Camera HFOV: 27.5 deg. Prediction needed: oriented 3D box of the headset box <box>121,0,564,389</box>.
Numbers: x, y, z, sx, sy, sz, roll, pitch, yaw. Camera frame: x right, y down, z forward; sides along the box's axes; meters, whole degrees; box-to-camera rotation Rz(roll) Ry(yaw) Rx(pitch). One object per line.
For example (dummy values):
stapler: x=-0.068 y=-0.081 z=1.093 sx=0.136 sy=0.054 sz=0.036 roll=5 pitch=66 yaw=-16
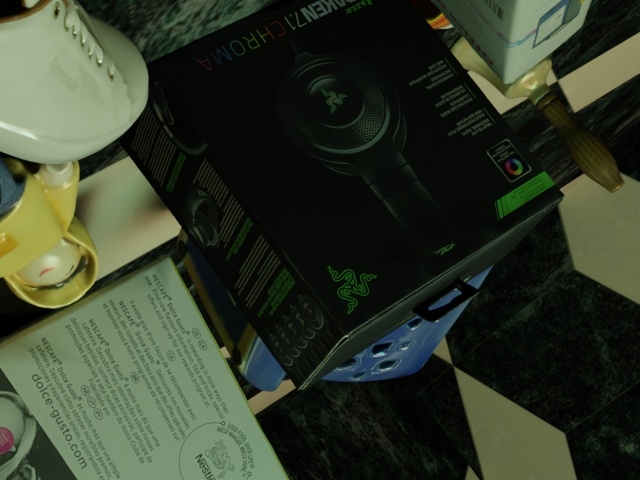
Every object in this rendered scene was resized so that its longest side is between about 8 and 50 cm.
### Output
headset box: x=0.021 y=-0.050 z=1.081 sx=0.246 sy=0.283 sz=0.131 roll=-30 pitch=168 yaw=-28

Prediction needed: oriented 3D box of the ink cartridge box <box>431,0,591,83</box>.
ink cartridge box: x=0.134 y=-0.230 z=1.006 sx=0.093 sy=0.154 sz=0.212 roll=-37 pitch=168 yaw=-5

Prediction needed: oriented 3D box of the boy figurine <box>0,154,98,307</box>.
boy figurine: x=-0.247 y=-0.003 z=0.968 sx=0.177 sy=0.092 sz=0.285 roll=-39 pitch=167 yaw=-2

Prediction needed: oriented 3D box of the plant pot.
plant pot: x=0.000 y=0.000 z=1.270 sx=0.212 sy=0.236 sz=0.236 roll=-10 pitch=146 yaw=-30

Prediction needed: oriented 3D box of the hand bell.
hand bell: x=0.265 y=-0.152 z=1.505 sx=0.126 sy=0.242 sz=0.126 roll=-35 pitch=170 yaw=-7

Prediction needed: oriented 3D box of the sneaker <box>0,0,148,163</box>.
sneaker: x=-0.158 y=-0.117 z=0.714 sx=0.123 sy=0.106 sz=0.290 roll=-38 pitch=168 yaw=20

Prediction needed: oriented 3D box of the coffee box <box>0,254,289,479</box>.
coffee box: x=-0.245 y=0.255 z=1.205 sx=0.334 sy=0.338 sz=0.337 roll=-30 pitch=-176 yaw=-27

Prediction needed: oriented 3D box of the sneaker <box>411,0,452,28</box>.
sneaker: x=0.140 y=-0.252 z=1.186 sx=0.067 sy=0.064 sz=0.175 roll=-8 pitch=148 yaw=-48
